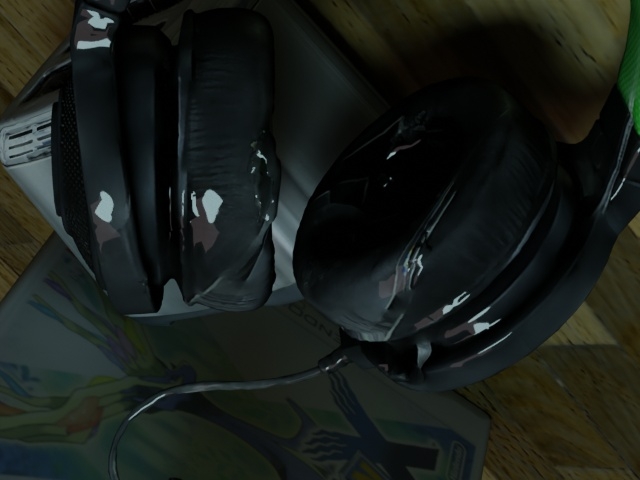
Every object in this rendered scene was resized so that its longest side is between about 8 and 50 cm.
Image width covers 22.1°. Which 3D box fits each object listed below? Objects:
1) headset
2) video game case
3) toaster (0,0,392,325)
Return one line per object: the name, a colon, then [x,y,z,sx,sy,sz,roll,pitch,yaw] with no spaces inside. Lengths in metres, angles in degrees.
headset: [0.000,0.000,0.668,0.243,0.185,0.394,16,122,-14]
video game case: [-0.047,0.112,0.902,0.300,0.329,0.036,34,119,-6]
toaster: [-0.059,-0.049,0.831,0.227,0.129,0.146,-11,128,49]
